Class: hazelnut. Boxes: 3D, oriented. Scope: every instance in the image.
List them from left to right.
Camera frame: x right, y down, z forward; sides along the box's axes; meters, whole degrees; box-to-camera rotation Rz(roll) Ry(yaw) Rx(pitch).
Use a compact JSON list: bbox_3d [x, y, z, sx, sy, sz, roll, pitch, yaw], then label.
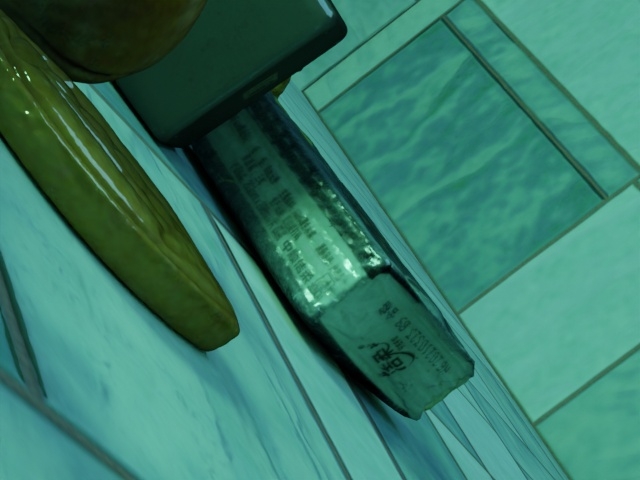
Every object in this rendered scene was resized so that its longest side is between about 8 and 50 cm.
[{"bbox_3d":[-0.130,-0.162,0.874,0.150,0.150,0.150,52,5,-6],"label":"hazelnut"}]

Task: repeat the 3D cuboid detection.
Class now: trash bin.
[{"bbox_3d":[-0.109,-0.205,1.142,0.236,0.176,0.101,57,5,4],"label":"trash bin"}]

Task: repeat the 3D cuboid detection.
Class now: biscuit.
[{"bbox_3d":[-0.112,-0.039,0.765,0.221,0.029,0.142,53,5,4],"label":"biscuit"}]

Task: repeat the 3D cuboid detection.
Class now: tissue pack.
[{"bbox_3d":[0.000,0.000,1.220,0.185,0.081,0.257,46,7,-50],"label":"tissue pack"}]

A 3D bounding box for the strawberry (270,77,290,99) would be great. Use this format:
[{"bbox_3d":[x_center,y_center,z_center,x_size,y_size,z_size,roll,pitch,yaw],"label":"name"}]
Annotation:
[{"bbox_3d":[-0.091,-0.175,1.342,0.087,0.167,0.208,18,-14,32],"label":"strawberry"}]
